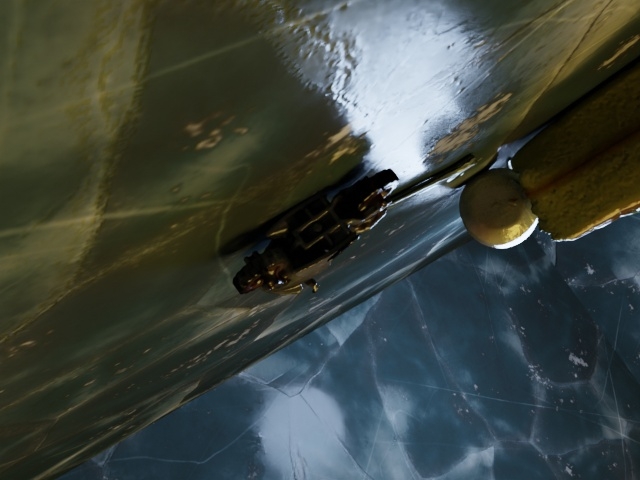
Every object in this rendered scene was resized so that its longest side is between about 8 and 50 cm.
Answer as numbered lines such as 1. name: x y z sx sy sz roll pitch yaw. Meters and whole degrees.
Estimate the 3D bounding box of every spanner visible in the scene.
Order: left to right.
1. spanner: 0.126 -0.064 0.878 0.302 0.017 0.071 -27 168 -26

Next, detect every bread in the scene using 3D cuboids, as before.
1. bread: 0.557 -0.167 1.099 0.361 0.233 0.245 -31 171 21

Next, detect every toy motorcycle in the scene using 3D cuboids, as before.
1. toy motorcycle: 0.000 0.000 0.648 0.215 0.080 0.122 -35 170 -8

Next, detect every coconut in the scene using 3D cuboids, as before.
1. coconut: 0.374 -0.068 1.183 0.171 0.171 0.183 -36 166 17

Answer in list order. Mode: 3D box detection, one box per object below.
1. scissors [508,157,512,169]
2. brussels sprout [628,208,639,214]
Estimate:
1. scissors: 0.442 -0.170 1.306 0.144 0.017 0.248 -33 168 1
2. brussels sprout: 0.741 -0.196 1.340 0.314 0.276 0.371 -23 167 -26
